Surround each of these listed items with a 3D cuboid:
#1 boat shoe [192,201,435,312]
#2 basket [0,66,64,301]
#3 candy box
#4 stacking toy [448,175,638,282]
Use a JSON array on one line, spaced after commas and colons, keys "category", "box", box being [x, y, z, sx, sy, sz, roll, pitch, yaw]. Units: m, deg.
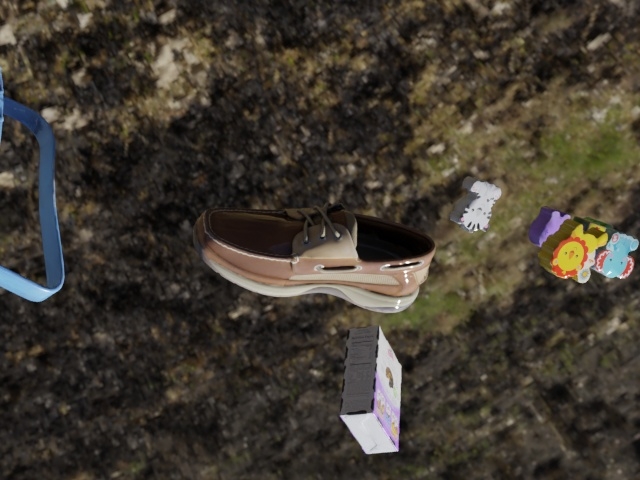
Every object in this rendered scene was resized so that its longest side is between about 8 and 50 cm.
[{"category": "boat shoe", "box": [0.000, 0.000, 1.188, 0.324, 0.123, 0.116, 10, 134, -28]}, {"category": "basket", "box": [-0.384, -0.084, 0.958, 0.201, 0.255, 0.289, -31, 144, 19]}, {"category": "candy box", "box": [0.102, 0.293, 1.856, 0.070, 0.196, 0.165, -9, 139, 19]}, {"category": "stacking toy", "box": [0.248, 0.007, 0.886, 0.221, 0.167, 0.052, 15, 101, -29]}]
